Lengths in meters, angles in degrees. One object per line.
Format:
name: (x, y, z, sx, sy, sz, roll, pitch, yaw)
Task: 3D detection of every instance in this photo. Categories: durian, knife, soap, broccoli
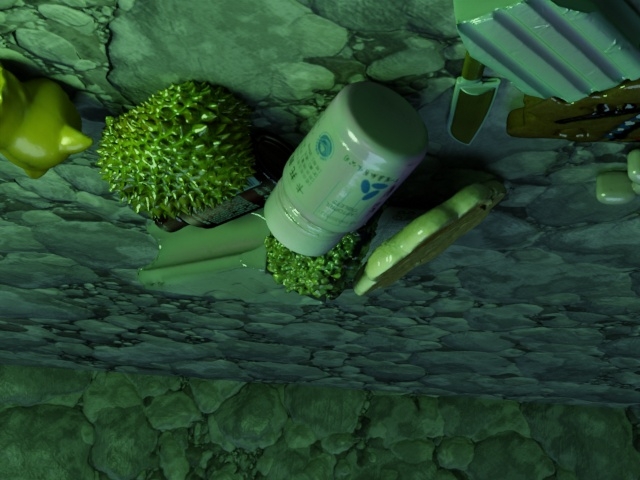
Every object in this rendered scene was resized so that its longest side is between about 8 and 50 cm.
durian: (-0.210, -0.125, 1.409, 0.237, 0.176, 0.200, -15, 173, 17)
knife: (0.215, -0.208, 1.308, 0.061, 0.027, 0.343, -1, 159, 0)
soap: (0.265, -0.250, 1.103, 0.145, 0.091, 0.231, -18, 150, 38)
soap: (-0.153, 0.039, 1.849, 0.302, 0.158, 0.258, -7, 159, 30)
broccoli: (-0.009, -0.011, 1.622, 0.180, 0.242, 0.273, 27, 150, -2)

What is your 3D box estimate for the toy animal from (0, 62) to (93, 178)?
toy animal: (-0.445, -0.174, 1.349, 0.156, 0.156, 0.230, -15, 149, 40)

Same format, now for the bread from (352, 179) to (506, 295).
bread: (0.183, -0.008, 1.614, 0.316, 0.054, 0.316, -34, 170, -7)

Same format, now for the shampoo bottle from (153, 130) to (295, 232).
shampoo bottle: (-0.167, -0.086, 1.605, 0.129, 0.084, 0.323, 36, 145, -28)

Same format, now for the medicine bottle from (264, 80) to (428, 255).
medicine bottle: (0.030, -0.096, 1.373, 0.152, 0.152, 0.254, 15, 138, -27)

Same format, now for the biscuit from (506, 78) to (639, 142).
biscuit: (0.415, -0.169, 1.298, 0.302, 0.043, 0.278, 5, 169, -23)

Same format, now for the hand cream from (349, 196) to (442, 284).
hand cream: (0.118, 0.001, 1.842, 0.121, 0.076, 0.336, 4, 153, -16)

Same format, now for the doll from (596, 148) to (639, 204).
doll: (0.533, -0.087, 1.532, 0.160, 0.059, 0.161, 9, 158, -11)
